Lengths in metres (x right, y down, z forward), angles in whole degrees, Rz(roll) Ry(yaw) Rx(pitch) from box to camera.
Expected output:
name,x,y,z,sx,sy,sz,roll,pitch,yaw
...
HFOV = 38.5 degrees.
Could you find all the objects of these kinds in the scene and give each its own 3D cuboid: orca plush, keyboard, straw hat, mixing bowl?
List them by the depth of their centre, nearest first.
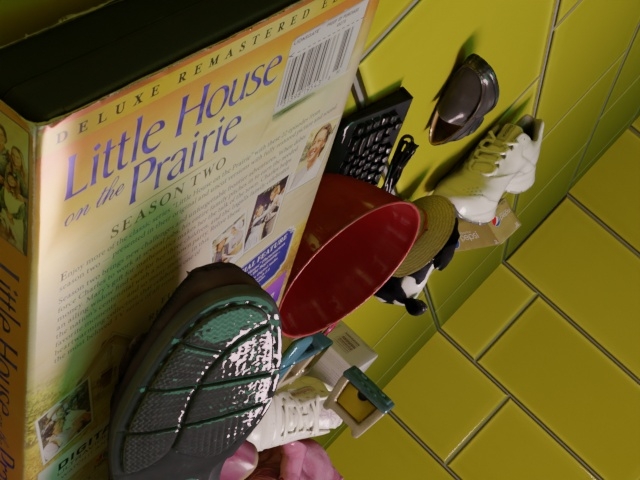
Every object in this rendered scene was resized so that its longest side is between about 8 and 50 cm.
name,x,y,z,sx,sy,sz,roll,pitch,yaw
mixing bowl,0.000,0.000,0.914,0.181,0.098,0.181,-34,154,-19
keyboard,0.042,-0.039,1.066,0.201,0.033,0.317,-34,155,-43
straw hat,0.122,-0.023,1.334,0.144,0.144,0.061,-48,123,4
orca plush,0.118,0.044,1.427,0.102,0.151,0.287,-1,177,-16

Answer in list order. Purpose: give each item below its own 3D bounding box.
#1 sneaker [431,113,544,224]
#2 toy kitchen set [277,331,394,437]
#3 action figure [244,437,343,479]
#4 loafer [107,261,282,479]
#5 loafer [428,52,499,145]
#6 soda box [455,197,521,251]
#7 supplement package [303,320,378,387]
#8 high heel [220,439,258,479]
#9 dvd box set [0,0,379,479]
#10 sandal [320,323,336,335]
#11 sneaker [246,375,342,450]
name,x,y,z,sx,sy,sz,roll,pitch,yaw
sneaker,0.271,-0.122,1.482,0.297,0.111,0.129,-37,147,-48
toy kitchen set,0.006,0.187,1.216,0.122,0.166,0.207,-52,165,20
action figure,-0.099,0.466,1.656,0.248,0.276,0.370,-41,180,1
loafer,-0.108,0.125,0.642,0.109,0.095,0.303,-5,131,-29
loafer,0.172,-0.164,1.118,0.061,0.062,0.170,-38,163,-15
soda box,0.262,-0.023,1.604,0.061,0.058,0.181,-39,-167,-27
supplement package,-0.005,0.239,1.597,0.179,0.105,0.105,-53,165,23
high heel,-0.273,0.340,1.200,0.377,0.127,0.181,-41,132,3
dvd box set,-0.107,0.010,0.642,0.307,0.062,0.420,-40,158,-42
sandal,0.014,0.107,1.381,0.179,0.040,0.067,-44,-160,-19
sneaker,-0.048,0.251,1.397,0.305,0.152,0.114,-6,98,-77
